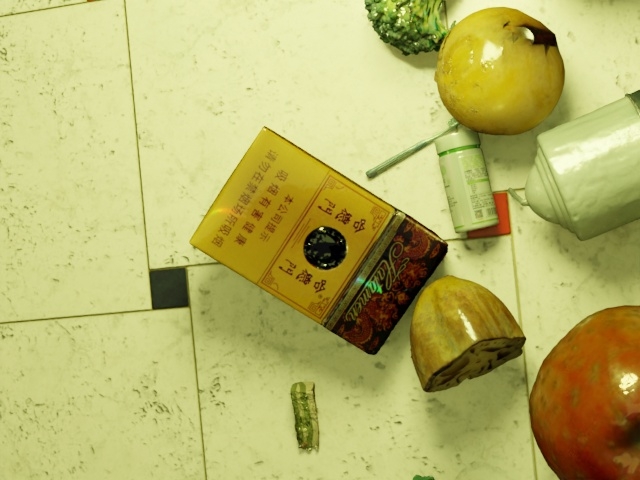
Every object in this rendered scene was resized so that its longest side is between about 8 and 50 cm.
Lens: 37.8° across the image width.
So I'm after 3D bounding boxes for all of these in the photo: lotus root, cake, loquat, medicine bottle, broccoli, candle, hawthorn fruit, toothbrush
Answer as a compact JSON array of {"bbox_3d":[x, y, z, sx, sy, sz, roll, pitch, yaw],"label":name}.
[{"bbox_3d":[0.248,0.166,1.736,0.199,0.188,0.180,-46,58,28],"label":"lotus root"},{"bbox_3d":[-0.029,0.351,1.848,0.051,0.055,0.140,-6,90,6],"label":"cake"},{"bbox_3d":[0.320,-0.302,1.686,0.235,0.235,0.235,0,90,12],"label":"loquat"},{"bbox_3d":[0.276,-0.110,1.764,0.086,0.086,0.183,-13,87,12],"label":"medicine bottle"},{"bbox_3d":[0.187,-0.492,1.740,0.177,0.198,0.274,28,89,56],"label":"broccoli"},{"bbox_3d":[0.505,-0.124,1.647,0.343,0.221,0.221,-25,85,13],"label":"candle"},{"bbox_3d":[0.545,0.299,1.554,0.403,0.403,0.402,0,90,12],"label":"hawthorn fruit"},{"bbox_3d":[0.184,-0.184,1.820,0.219,0.016,0.019,-31,82,11],"label":"toothbrush"}]

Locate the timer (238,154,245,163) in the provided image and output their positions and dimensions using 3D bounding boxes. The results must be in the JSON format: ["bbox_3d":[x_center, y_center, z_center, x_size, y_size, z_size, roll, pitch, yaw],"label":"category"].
[{"bbox_3d":[-0.086,-0.135,1.842,0.136,0.099,0.136,0,93,-2],"label":"timer"}]

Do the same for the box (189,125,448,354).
[{"bbox_3d":[0.000,0.000,1.758,0.415,0.116,0.264,33,96,-6],"label":"box"}]

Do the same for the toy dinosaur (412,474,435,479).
[{"bbox_3d":[0.265,0.488,1.775,0.292,0.120,0.079,4,79,-11],"label":"toy dinosaur"}]
